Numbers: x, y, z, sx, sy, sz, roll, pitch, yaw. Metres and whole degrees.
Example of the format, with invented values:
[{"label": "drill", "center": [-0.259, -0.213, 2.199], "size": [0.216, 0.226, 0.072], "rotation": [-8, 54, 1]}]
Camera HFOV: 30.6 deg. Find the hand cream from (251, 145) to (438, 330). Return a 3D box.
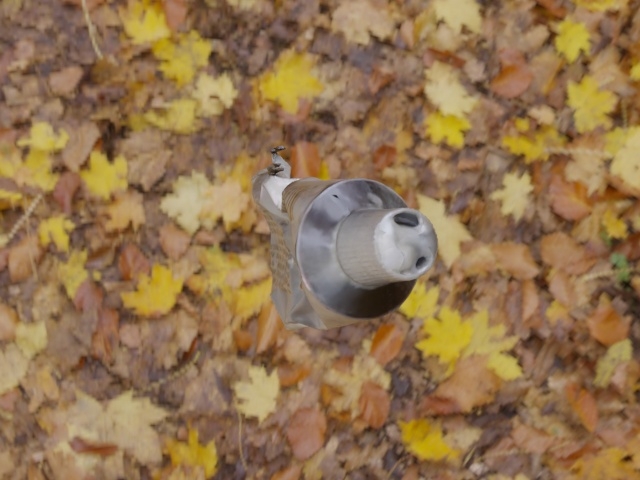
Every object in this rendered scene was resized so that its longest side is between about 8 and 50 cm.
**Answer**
[{"label": "hand cream", "center": [-0.004, 0.001, 0.511], "size": [0.050, 0.257, 0.084], "rotation": [-10, 96, -11]}]
